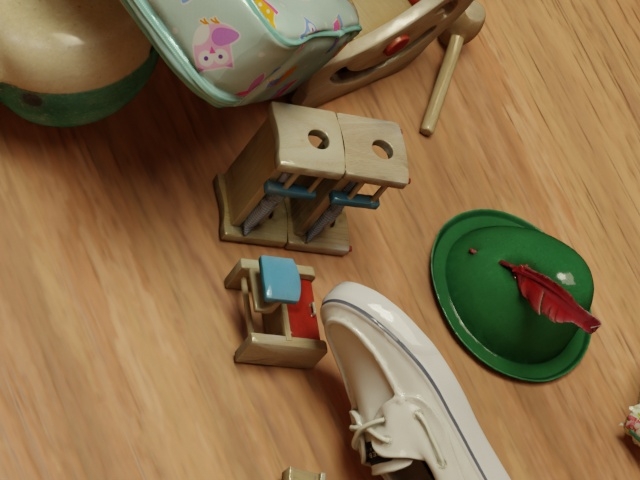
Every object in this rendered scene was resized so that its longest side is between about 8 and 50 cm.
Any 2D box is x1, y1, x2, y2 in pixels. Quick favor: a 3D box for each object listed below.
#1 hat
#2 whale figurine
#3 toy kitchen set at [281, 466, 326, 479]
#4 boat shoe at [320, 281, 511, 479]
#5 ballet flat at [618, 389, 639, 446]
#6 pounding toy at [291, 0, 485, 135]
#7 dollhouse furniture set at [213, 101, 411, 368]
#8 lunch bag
[{"bbox_3d":[0.220,0.019,1.730,0.173,0.183,0.208,-7,64,-33],"label":"hat"},{"bbox_3d":[-0.267,-0.187,1.647,0.272,0.141,0.216,15,50,10],"label":"whale figurine"},{"bbox_3d":[0.011,0.222,1.554,0.068,0.075,0.083,16,58,-22],"label":"toy kitchen set"},{"bbox_3d":[0.069,0.162,1.599,0.088,0.096,0.267,-38,105,-33],"label":"boat shoe"},{"bbox_3d":[0.351,0.114,1.814,0.077,0.091,0.241,24,44,15],"label":"ballet flat"},{"bbox_3d":[0.081,-0.192,1.808,0.269,0.154,0.155,-27,76,-38],"label":"pounding toy"},{"bbox_3d":[0.000,0.000,1.655,0.129,0.129,0.183,7,57,-26],"label":"dollhouse furniture set"},{"bbox_3d":[-0.084,-0.226,1.591,0.224,0.108,0.279,52,17,2],"label":"lunch bag"}]
